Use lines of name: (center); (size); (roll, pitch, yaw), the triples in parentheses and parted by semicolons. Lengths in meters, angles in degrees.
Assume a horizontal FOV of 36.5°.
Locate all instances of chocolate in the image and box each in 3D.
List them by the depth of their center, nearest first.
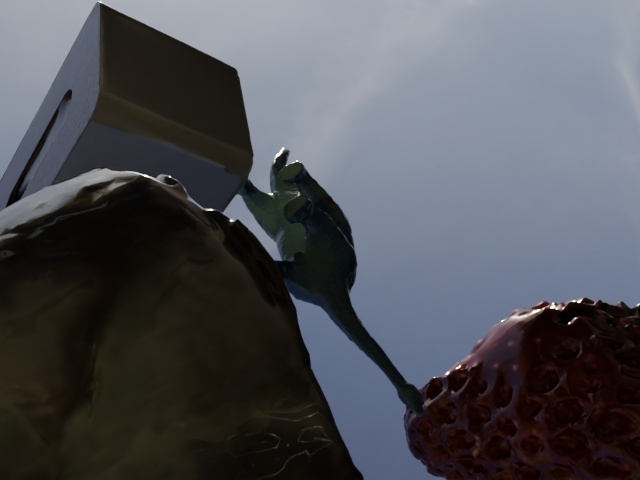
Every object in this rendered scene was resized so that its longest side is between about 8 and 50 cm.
chocolate: (-0.140, 0.128, 0.472); (0.213, 0.303, 0.303); (-20, -116, -32)

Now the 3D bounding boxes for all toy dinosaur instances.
toy dinosaur: (-0.011, -0.005, 0.806); (0.144, 0.076, 0.329); (38, -163, -49)

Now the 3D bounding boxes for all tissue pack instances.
tissue pack: (-0.180, -0.046, 0.832); (0.136, 0.246, 0.159); (21, -146, -28)

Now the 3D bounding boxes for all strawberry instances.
strawberry: (0.272, 0.227, 1.177); (0.317, 0.345, 0.295); (-9, -102, -67)
